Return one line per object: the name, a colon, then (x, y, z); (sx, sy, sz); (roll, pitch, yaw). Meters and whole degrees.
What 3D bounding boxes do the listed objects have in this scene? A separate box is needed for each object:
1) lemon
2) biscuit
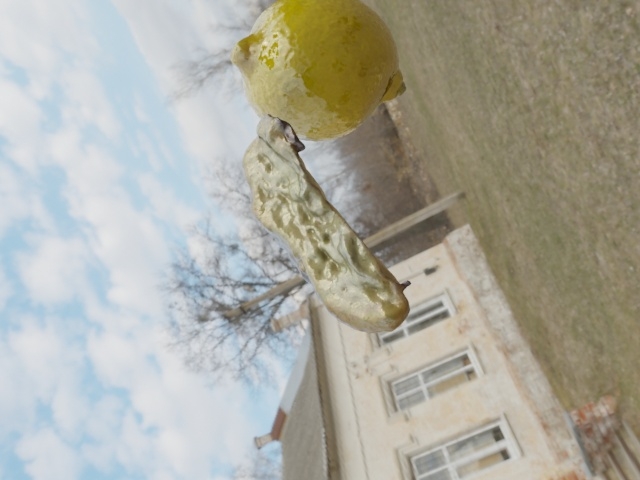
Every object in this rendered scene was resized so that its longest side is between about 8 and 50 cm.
lemon: (0.000, -0.219, 0.795); (0.187, 0.244, 0.186); (6, 97, 61)
biscuit: (0.000, 0.000, 0.474); (0.183, 0.061, 0.118); (53, 178, 19)
